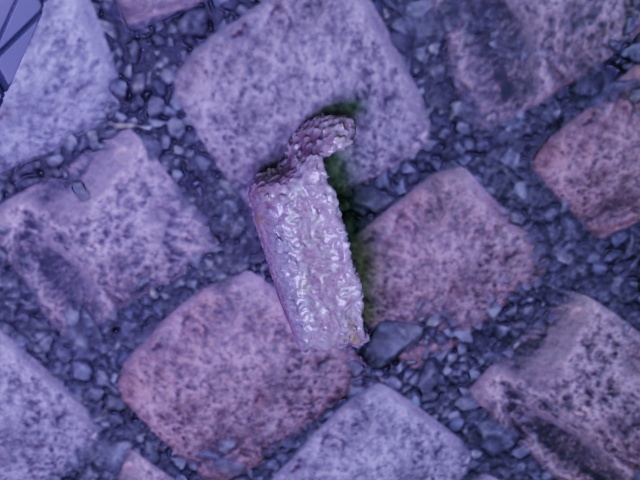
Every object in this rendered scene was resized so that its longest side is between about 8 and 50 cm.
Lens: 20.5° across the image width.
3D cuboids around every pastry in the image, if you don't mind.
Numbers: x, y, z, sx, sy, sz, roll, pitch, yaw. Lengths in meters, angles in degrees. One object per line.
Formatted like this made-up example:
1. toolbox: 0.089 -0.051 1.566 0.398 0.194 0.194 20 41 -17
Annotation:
1. pastry: -0.013 0.000 1.874 0.112 0.103 0.265 -10 107 -18

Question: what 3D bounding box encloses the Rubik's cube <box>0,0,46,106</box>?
1. Rubik's cube: -0.387 -0.208 1.754 0.233 0.229 0.228 -18 72 43
